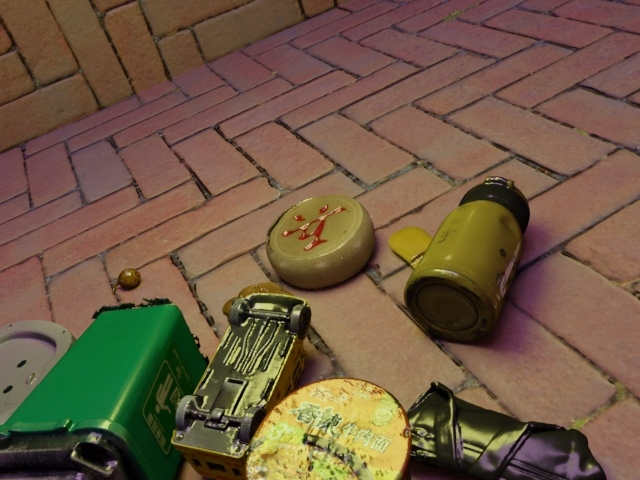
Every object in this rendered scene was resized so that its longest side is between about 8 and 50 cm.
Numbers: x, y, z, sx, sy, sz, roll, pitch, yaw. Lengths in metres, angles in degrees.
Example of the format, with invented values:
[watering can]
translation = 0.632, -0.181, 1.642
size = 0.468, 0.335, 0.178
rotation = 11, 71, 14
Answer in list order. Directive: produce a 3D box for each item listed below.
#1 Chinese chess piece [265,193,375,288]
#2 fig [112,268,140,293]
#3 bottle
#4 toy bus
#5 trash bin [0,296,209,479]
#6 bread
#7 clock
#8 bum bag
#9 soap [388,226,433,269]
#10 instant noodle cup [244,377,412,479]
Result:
[Chinese chess piece]
translation = 0.000, 0.000, 1.400
size = 0.250, 0.103, 0.249
rotation = -14, 37, 10
[fig]
translation = -0.488, 0.102, 1.538
size = 0.083, 0.050, 0.050
rotation = -34, 34, 12
[bottle]
translation = 0.303, 0.016, 1.186
size = 0.172, 0.171, 0.351
rotation = 8, 41, 32
[toy bus]
translation = -0.117, 0.246, 1.083
size = 0.144, 0.152, 0.330
rotation = 4, 43, 21
[trash bin]
translation = -0.367, 0.301, 1.055
size = 0.296, 0.259, 0.381
rotation = -8, 30, 15
[bread]
translation = -0.120, 0.148, 1.283
size = 0.140, 0.069, 0.128
rotation = 20, 49, 40
[clock]
translation = -0.648, 0.310, 1.280
size = 0.339, 0.102, 0.338
rotation = -13, 36, 9
[bum bag]
translation = 0.248, 0.294, 0.914
size = 0.327, 0.079, 0.142
rotation = 9, 47, 32
[soap]
translation = 0.213, 0.018, 1.334
size = 0.089, 0.033, 0.168
rotation = -30, 38, -11
[instant noodle cup]
translation = 0.030, 0.337, 0.865
size = 0.231, 0.182, 0.230
rotation = -12, 36, 9
